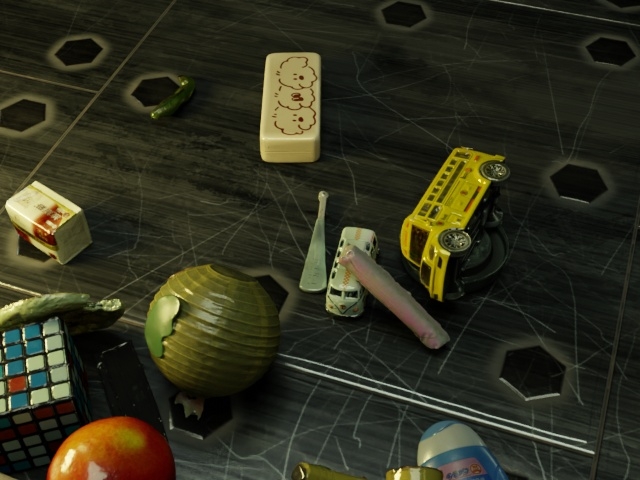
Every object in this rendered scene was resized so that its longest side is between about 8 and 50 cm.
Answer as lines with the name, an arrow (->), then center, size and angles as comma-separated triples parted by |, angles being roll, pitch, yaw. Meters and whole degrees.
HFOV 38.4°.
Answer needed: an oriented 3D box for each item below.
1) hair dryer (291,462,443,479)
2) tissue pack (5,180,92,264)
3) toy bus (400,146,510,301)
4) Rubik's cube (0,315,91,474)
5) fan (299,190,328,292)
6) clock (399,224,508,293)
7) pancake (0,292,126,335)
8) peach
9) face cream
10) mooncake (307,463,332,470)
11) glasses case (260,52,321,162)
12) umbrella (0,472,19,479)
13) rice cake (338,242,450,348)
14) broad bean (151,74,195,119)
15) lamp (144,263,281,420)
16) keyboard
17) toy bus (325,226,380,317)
hair dryer -> 0.074, 0.399, 1.396 | 0.278, 0.090, 0.135 | 24, 55, -31
tissue pack -> -0.574, -0.037, 1.945 | 0.148, 0.106, 0.099 | 28, 54, 26
toy bus -> 0.263, -0.038, 1.830 | 0.152, 0.144, 0.330 | 20, 49, 19
Rubik's cube -> -0.507, 0.273, 1.604 | 0.184, 0.187, 0.182 | -15, 49, -8
fan -> 0.000, 0.000, 1.951 | 0.057, 0.023, 0.282 | 3, 49, 7
clock -> 0.275, 0.017, 1.909 | 0.225, 0.049, 0.226 | -2, 46, 2
pancake -> -0.486, 0.147, 1.699 | 0.253, 0.253, 0.037 | -11, 72, -9
peach -> -0.334, 0.393, 1.474 | 0.189, 0.196, 0.226 | -3, 22, 10
face cream -> 0.240, 0.414, 1.518 | 0.149, 0.083, 0.264 | -15, 48, -4
mooncake -> -0.015, 0.439, 1.458 | 0.168, 0.104, 0.175 | -10, 39, 8
glasses case -> -0.068, -0.325, 2.214 | 0.143, 0.076, 0.337 | -1, 47, 1
umbrella -> -0.574, 0.415, 1.551 | 0.337, 0.073, 0.067 | 16, 29, 16
rice cake -> 0.139, 0.107, 1.763 | 0.270, 0.049, 0.055 | 45, 76, 2
broad bean -> -0.355, -0.352, 2.268 | 0.061, 0.046, 0.195 | 1, 41, 18
lamp -> -0.198, 0.186, 1.665 | 0.250, 0.284, 0.250 | 16, 7, -2
keyboard -> -0.350, 0.289, 1.698 | 0.087, 0.017, 0.250 | -20, 49, -14
toy bus -> 0.063, 0.060, 1.847 | 0.087, 0.089, 0.194 | 9, 49, 10
